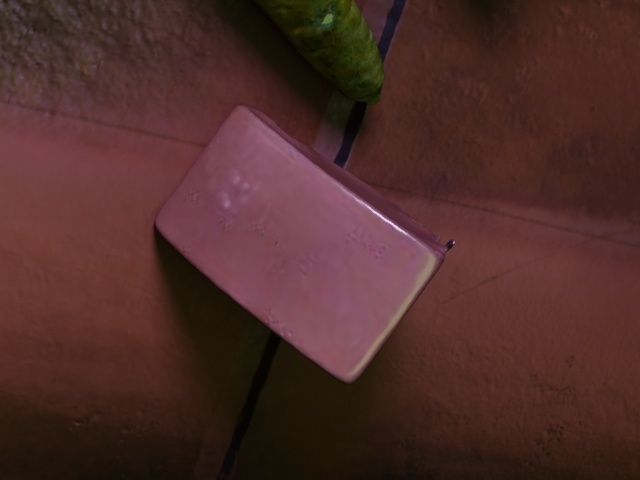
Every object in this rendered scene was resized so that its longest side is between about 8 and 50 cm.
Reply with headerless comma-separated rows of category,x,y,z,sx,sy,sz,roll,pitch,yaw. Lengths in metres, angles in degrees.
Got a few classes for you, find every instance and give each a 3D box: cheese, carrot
cheese,-0.017,-0.010,1.159,0.177,0.203,0.128,36,96,-7
carrot,-0.045,-0.214,1.069,0.074,0.074,0.358,-42,130,-8
